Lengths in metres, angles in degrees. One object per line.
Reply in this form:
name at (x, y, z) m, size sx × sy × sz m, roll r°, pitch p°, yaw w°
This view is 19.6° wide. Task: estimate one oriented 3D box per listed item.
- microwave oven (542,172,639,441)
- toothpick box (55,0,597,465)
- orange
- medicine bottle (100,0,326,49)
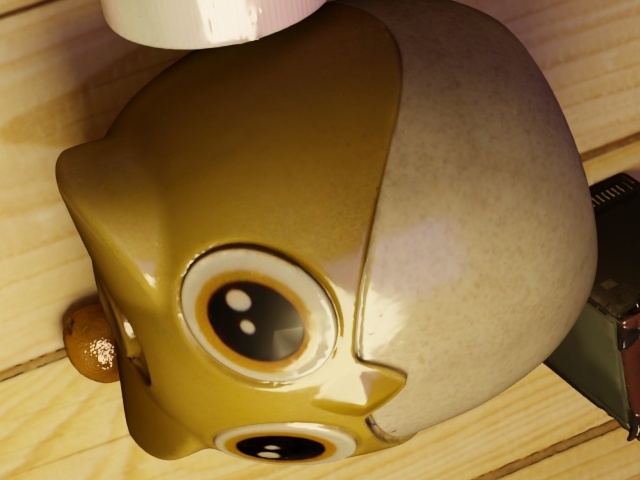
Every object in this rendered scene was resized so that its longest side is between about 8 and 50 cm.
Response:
microwave oven at (0.329, 0.075, 1.970) m, size 0.178 × 0.247 × 0.188 m, roll -22°, pitch 123°, yaw -18°
toothpick box at (0.000, 0.000, 1.667) m, size 0.425 × 0.409 × 0.409 m, roll -20°, pitch 122°, yaw -12°
orange at (-0.212, 0.100, 1.815) m, size 0.085 × 0.085 × 0.085 m, roll -11°, pitch 119°, yaw -21°
medicine bottle at (-0.110, -0.347, 1.531) m, size 0.256 × 0.256 × 0.325 m, roll -19°, pitch 125°, yaw -17°
